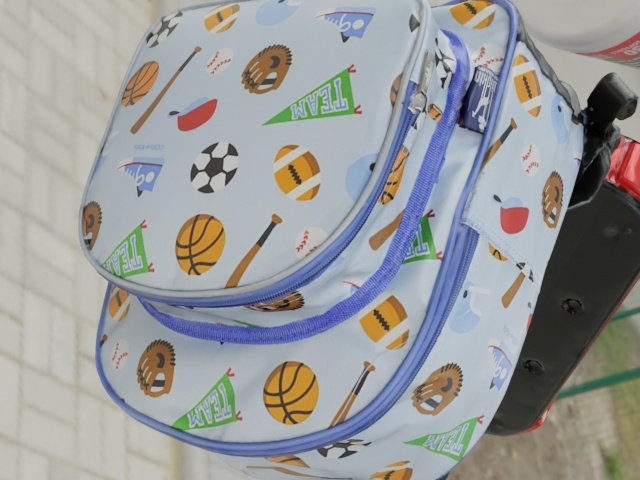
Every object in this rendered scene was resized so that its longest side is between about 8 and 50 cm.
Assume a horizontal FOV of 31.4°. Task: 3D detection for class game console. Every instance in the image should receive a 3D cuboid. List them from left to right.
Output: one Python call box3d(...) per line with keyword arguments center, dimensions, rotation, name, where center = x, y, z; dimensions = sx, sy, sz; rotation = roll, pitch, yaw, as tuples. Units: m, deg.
box3d(center=(0.087, 0.009, 0.981), dimensions=(0.387, 0.342, 0.060), rotation=(107, 10, -50), name="game console")

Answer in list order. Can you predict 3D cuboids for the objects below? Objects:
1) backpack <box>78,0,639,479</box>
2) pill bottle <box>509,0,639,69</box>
box3d(center=(0.000, 0.000, 0.620), dimensions=(0.213, 0.276, 0.263), rotation=(28, 68, -47), name="backpack")
box3d(center=(0.324, -0.230, 0.997), dimensions=(0.318, 0.176, 0.176), rotation=(4, 66, -39), name="pill bottle")
